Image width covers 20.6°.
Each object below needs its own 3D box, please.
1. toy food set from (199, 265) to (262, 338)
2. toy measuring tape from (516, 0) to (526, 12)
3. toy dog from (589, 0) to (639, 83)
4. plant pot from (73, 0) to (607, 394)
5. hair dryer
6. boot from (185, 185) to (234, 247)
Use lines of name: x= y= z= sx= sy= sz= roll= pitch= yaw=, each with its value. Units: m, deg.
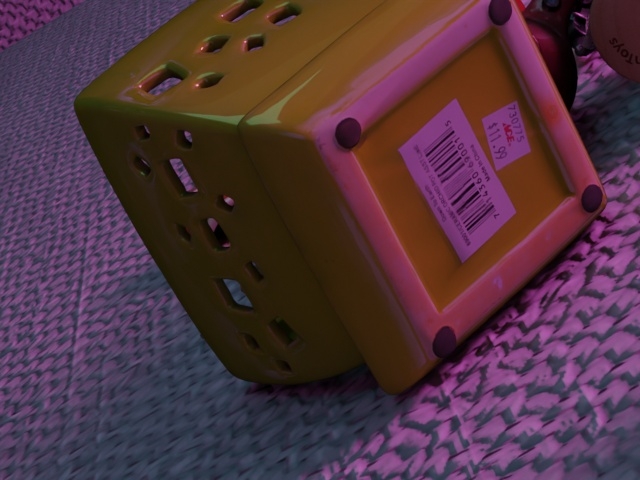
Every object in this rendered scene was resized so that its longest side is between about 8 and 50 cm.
toy food set: x=0.000 y=0.000 z=1.273 sx=0.192 sy=0.038 sz=0.132 roll=-41 pitch=20 yaw=-27
toy measuring tape: x=0.140 y=-0.195 z=1.440 sx=0.121 sy=0.121 sz=0.330 roll=-14 pitch=25 yaw=45
toy dog: x=0.260 y=-0.251 z=1.130 sx=0.161 sy=0.334 sz=0.220 roll=6 pitch=53 yaw=30
plant pot: x=0.026 y=-0.048 z=1.072 sx=0.227 sy=0.228 sz=0.207 roll=-40 pitch=26 yaw=-23
hair dryer: x=0.156 y=-0.178 z=1.233 sx=0.080 sy=0.224 sz=0.293 roll=13 pitch=39 yaw=12
boot: x=-0.047 y=-0.047 z=1.463 sx=0.158 sy=0.059 sz=0.084 roll=-43 pitch=22 yaw=-6
